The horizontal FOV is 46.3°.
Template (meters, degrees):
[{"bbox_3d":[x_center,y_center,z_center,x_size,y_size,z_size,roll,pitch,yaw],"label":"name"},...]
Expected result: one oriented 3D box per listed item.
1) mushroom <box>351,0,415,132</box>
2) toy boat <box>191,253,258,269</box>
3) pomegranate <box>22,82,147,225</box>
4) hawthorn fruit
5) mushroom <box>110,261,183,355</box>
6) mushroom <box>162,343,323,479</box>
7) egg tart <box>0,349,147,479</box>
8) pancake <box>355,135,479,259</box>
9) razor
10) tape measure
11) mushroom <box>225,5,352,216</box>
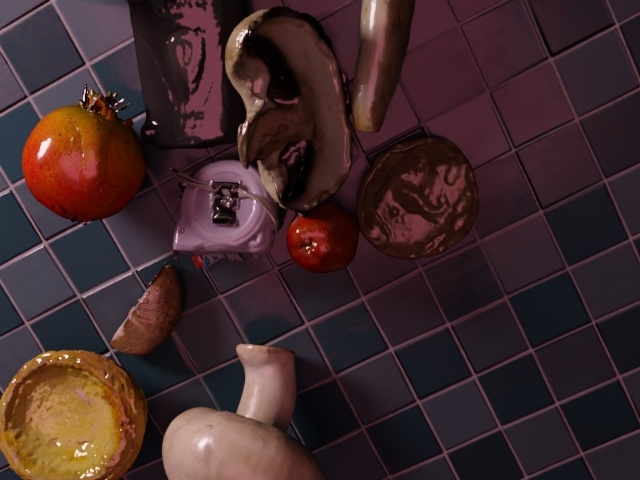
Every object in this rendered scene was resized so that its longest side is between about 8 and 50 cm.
[{"bbox_3d":[0.110,-0.355,1.286,0.087,0.107,0.333,17,108,36],"label":"mushroom"},{"bbox_3d":[-0.182,-0.005,1.428,0.149,0.034,0.105,-10,106,18],"label":"toy boat"},{"bbox_3d":[-0.407,-0.148,1.305,0.210,0.210,0.235,18,104,-2],"label":"pomegranate"},{"bbox_3d":[0.000,0.000,1.354,0.132,0.138,0.133,8,104,31],"label":"hawthorn fruit"},{"bbox_3d":[-0.324,0.147,1.443,0.094,0.072,0.210,36,102,-16],"label":"mushroom"},{"bbox_3d":[-0.149,0.393,1.386,0.315,0.315,0.356,-7,111,4],"label":"mushroom"},{"bbox_3d":[-0.471,0.345,1.451,0.293,0.123,0.294,0,85,5],"label":"egg tart"},{"bbox_3d":[0.182,-0.076,1.384,0.241,0.050,0.242,-1,111,-4],"label":"pancake"},{"bbox_3d":[-0.226,-0.331,1.300,0.204,0.113,0.349,-2,105,2],"label":"razor"},{"bbox_3d":[-0.172,-0.059,1.348,0.196,0.105,0.179,-6,79,9],"label":"tape measure"},{"bbox_3d":[-0.065,-0.220,1.275,0.247,0.130,0.344,-39,120,-26],"label":"mushroom"}]
